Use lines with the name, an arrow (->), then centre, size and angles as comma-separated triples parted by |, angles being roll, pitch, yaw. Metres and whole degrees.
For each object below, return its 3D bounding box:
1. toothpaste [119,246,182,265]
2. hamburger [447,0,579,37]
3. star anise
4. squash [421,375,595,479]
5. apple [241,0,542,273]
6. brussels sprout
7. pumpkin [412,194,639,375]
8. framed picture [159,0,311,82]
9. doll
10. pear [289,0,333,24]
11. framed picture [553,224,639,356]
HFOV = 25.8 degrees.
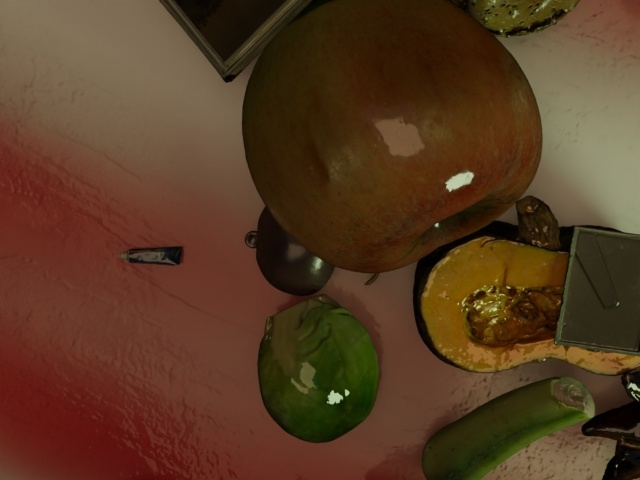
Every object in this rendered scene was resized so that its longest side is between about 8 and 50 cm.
toothpaste -> -0.225, 0.020, 1.850 | 0.083, 0.019, 0.027 | 0, 70, 4
hamburger -> 0.232, -0.324, 1.666 | 0.177, 0.185, 0.113 | -45, 57, 26
star anise -> 0.453, 0.230, 1.769 | 0.271, 0.102, 0.272 | -3, 120, -6
squash -> 0.227, 0.243, 1.764 | 0.250, 0.083, 0.083 | -35, 91, 29
apple -> 0.079, -0.137, 1.634 | 0.338, 0.338, 0.305 | -30, 74, 7
brussels sprout -> -0.005, 0.166, 1.777 | 0.161, 0.144, 0.181 | -32, 93, -9
pumpkin -> 0.275, 0.052, 1.748 | 0.317, 0.139, 0.222 | 2, 97, 6
framed picture -> -0.099, -0.332, 1.654 | 0.197, 0.014, 0.252 | 50, 126, 0
doll -> 0.000, 0.009, 1.796 | 0.188, 0.096, 0.145 | 24, 102, -7
pear -> 0.008, -0.425, 1.709 | 0.398, 0.165, 0.399 | 1, 97, 9
framed picture -> 0.345, 0.061, 1.674 | 0.109, 0.011, 0.149 | 8, 100, 2
